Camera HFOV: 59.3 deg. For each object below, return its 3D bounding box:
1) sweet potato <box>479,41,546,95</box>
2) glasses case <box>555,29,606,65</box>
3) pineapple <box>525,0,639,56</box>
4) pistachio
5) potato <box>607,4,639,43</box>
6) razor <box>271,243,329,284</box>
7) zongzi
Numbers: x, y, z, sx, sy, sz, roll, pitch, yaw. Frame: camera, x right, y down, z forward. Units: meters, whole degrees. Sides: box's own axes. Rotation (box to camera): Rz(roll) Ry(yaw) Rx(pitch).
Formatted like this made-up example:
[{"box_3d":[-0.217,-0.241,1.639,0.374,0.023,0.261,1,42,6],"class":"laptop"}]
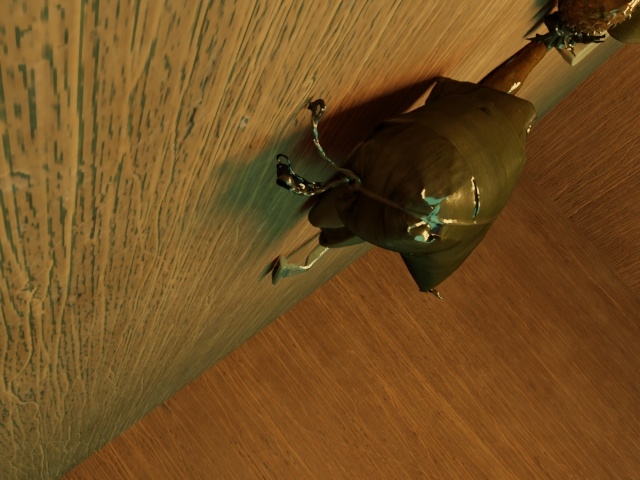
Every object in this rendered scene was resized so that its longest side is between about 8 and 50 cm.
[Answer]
[{"box_3d":[0.364,-0.312,1.104,0.274,0.067,0.067,-43,173,-9],"class":"sweet potato"},{"box_3d":[0.655,-0.521,1.220,0.313,0.070,0.131,-43,171,24],"class":"glasses case"},{"box_3d":[0.424,-0.364,0.908,0.125,0.125,0.251,-39,177,3],"class":"pineapple"},{"box_3d":[0.083,-0.072,0.965,0.226,0.136,0.136,-34,172,-6],"class":"pistachio"},{"box_3d":[0.589,-0.437,0.995,0.159,0.174,0.251,-19,175,4],"class":"potato"},{"box_3d":[0.008,0.008,1.286,0.278,0.056,0.111,-35,170,-25],"class":"razor"},{"box_3d":[0.112,-0.001,0.761,0.447,0.181,0.418,-32,142,-45],"class":"zongzi"}]
